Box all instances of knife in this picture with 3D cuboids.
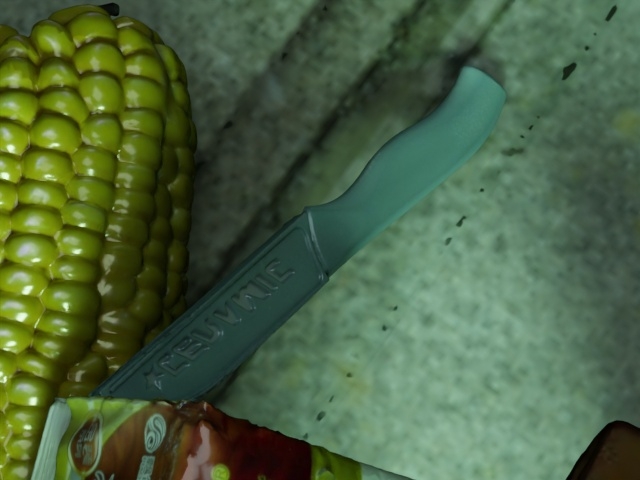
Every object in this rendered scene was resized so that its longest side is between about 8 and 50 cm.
[{"bbox_3d":[0.000,0.000,0.630,0.210,0.015,0.028,-42,121,-35],"label":"knife"}]

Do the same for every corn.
[{"bbox_3d":[-0.096,0.056,0.613,0.101,0.101,0.310,6,76,1],"label":"corn"}]

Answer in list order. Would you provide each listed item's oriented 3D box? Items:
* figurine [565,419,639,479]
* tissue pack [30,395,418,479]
[{"bbox_3d":[0.112,0.201,0.538,0.338,0.204,0.283,-29,103,5],"label":"figurine"},{"bbox_3d":[-0.033,0.129,0.529,0.106,0.099,0.149,21,75,-30],"label":"tissue pack"}]
